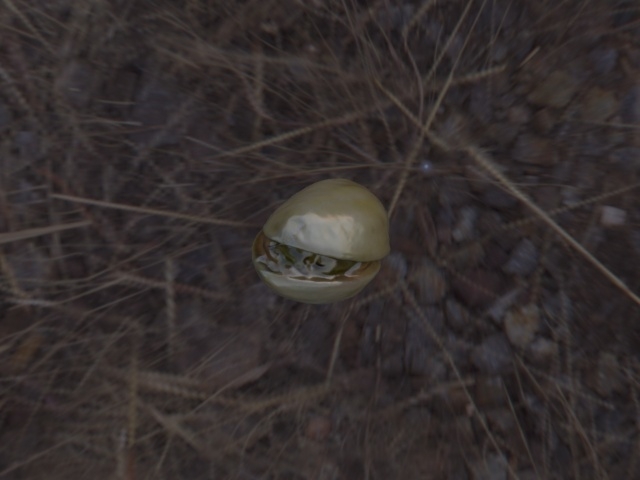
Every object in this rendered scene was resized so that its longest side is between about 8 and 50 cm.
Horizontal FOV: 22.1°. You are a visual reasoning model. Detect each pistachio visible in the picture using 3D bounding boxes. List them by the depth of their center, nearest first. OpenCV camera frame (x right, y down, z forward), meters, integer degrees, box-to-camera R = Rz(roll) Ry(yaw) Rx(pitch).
[{"bbox_3d":[0.000,0.000,1.590,0.124,0.185,0.124,4,98,30],"label":"pistachio"}]
